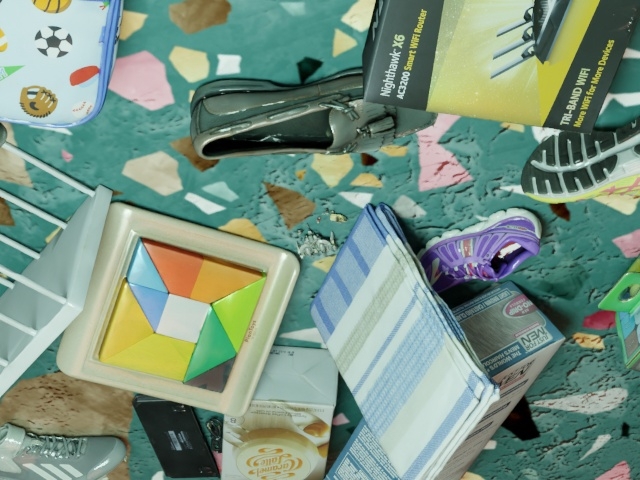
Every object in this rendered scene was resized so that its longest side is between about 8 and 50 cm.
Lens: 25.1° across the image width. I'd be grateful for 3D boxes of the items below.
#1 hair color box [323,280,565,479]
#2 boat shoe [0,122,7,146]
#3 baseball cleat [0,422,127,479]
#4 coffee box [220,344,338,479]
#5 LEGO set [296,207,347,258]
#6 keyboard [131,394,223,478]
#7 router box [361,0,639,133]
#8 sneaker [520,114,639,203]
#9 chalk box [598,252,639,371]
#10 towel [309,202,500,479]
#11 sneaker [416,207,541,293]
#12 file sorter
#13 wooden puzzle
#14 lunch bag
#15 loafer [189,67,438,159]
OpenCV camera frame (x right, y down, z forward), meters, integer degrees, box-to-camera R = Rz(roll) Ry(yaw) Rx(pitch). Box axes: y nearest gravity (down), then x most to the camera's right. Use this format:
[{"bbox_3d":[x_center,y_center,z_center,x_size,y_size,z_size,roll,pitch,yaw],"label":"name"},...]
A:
[{"bbox_3d":[0.143,0.218,1.780,0.174,0.105,0.347,-23,152,-41],"label":"hair color box"},{"bbox_3d":[-0.425,-0.096,1.530,0.219,0.078,0.070,-7,162,36],"label":"boat shoe"},{"bbox_3d":[-0.368,0.288,1.934,0.205,0.072,0.109,-17,126,12],"label":"baseball cleat"},{"bbox_3d":[-0.056,0.252,1.874,0.141,0.098,0.247,5,135,-1],"label":"coffee box"},{"bbox_3d":[-0.002,-0.001,1.674,0.054,0.023,0.083,9,134,-9],"label":"LEGO set"},{"bbox_3d":[-0.179,0.263,1.942,0.108,0.023,0.180,-3,136,13],"label":"keyboard"},{"bbox_3d":[0.186,-0.255,1.379,0.242,0.081,0.309,7,134,-6],"label":"router box"},{"bbox_3d":[0.322,-0.075,1.562,0.208,0.082,0.094,-13,147,21],"label":"sneaker"},{"bbox_3d":[0.428,0.078,1.676,0.213,0.132,0.132,19,133,-16],"label":"chalk box"},{"bbox_3d":[0.088,0.123,1.636,0.034,0.285,0.209,-6,141,-34],"label":"towel"},{"bbox_3d":[0.178,0.022,1.663,0.170,0.071,0.068,-29,128,27],"label":"sneaker"},{"bbox_3d":[-0.390,0.046,1.611,0.173,0.193,0.277,31,128,-23],"label":"file sorter"},{"bbox_3d":[-0.167,0.088,1.688,0.238,0.044,0.221,17,105,-14],"label":"wooden puzzle"},{"bbox_3d":[-0.342,-0.239,1.381,0.303,0.115,0.243,9,132,-10],"label":"lunch bag"},{"bbox_3d":[-0.005,-0.119,1.514,0.267,0.084,0.096,-3,135,3],"label":"loafer"}]
